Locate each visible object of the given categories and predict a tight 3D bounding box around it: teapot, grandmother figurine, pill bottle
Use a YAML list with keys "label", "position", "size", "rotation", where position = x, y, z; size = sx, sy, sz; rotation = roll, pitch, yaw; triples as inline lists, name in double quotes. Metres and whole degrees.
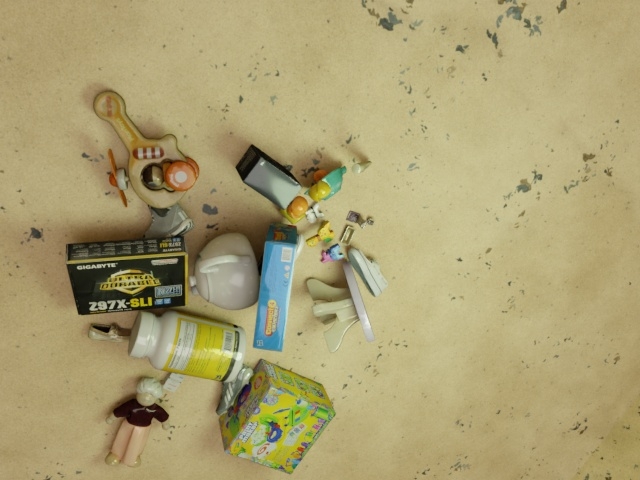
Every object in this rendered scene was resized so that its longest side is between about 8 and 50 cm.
- label: "teapot"
  position: [-0.298, 0.100, 1.762]
  size: [0.187, 0.252, 0.255]
  rotation: [-11, 120, -21]
- label: "grandmother figurine"
  position: [-0.602, 0.601, 1.974]
  size: [0.208, 0.104, 0.342]
  rotation: [10, 112, -30]
- label: "pill bottle"
  position: [-0.419, 0.326, 1.861]
  size: [0.334, 0.188, 0.187]
  rotation: [18, 106, -23]

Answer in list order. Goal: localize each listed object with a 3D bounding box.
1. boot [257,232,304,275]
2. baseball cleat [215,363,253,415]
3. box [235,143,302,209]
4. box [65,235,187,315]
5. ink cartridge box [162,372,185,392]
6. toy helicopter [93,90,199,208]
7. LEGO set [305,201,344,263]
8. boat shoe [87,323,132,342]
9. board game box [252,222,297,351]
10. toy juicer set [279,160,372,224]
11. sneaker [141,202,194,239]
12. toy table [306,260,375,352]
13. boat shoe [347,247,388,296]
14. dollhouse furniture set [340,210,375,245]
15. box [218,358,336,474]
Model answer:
- label: "boot"
  position: [-0.131, 0.048, 1.896]
  size: [0.086, 0.069, 0.190]
  rotation: [25, 104, -30]
- label: "baseball cleat"
  position: [-0.322, 0.505, 2.045]
  size: [0.109, 0.072, 0.205]
  rotation: [35, 94, -13]
- label: "box"
  position: [-0.154, -0.187, 1.739]
  size: [0.156, 0.158, 0.093]
  rotation: [34, 99, -26]
- label: "box"
  position: [-0.554, 0.106, 1.729]
  size: [0.322, 0.079, 0.257]
  rotation: [-4, 142, -16]
- label: "ink cartridge box"
  position: [-0.491, 0.464, 1.986]
  size: [0.048, 0.028, 0.083]
  rotation: [30, 101, -26]
- label: "toy helicopter"
  position: [-0.514, -0.243, 1.638]
  size: [0.235, 0.140, 0.355]
  rotation: [-32, 106, 2]
- label: "LEGO set"
  position: [0.000, 0.000, 1.909]
  size: [0.093, 0.087, 0.227]
  rotation: [-27, 116, -5]
- label: "boat shoe"
  position: [-0.653, 0.287, 1.848]
  size: [0.136, 0.050, 0.045]
  rotation: [6, 116, -19]
- label: "board game box"
  position: [-0.129, 0.124, 1.733]
  size: [0.086, 0.302, 0.307]
  rotation: [7, 100, -4]
- label: "toy juicer set"
  position: [0.014, -0.177, 1.777]
  size: [0.329, 0.209, 0.089]
  rotation: [-36, 89, -1]
- label: "sneaker"
  position: [-0.490, -0.042, 1.754]
  size: [0.229, 0.086, 0.132]
  rotation: [-31, 90, 15]
- label: "toy table"
  position: [0.065, 0.222, 1.955]
  size: [0.161, 0.274, 0.252]
  rotation: [-19, 151, 3]
- label: "boat shoe"
  position: [0.164, 0.094, 2.015]
  size: [0.076, 0.083, 0.226]
  rotation: [-39, 130, -12]
- label: "dollhouse furniture set"
  position: [0.126, -0.022, 1.941]
  size: [0.091, 0.081, 0.114]
  rotation: [17, 106, -23]
- label: "box"
  position: [-0.155, 0.618, 2.075]
  size: [0.279, 0.177, 0.289]
  rotation: [30, 102, -26]
